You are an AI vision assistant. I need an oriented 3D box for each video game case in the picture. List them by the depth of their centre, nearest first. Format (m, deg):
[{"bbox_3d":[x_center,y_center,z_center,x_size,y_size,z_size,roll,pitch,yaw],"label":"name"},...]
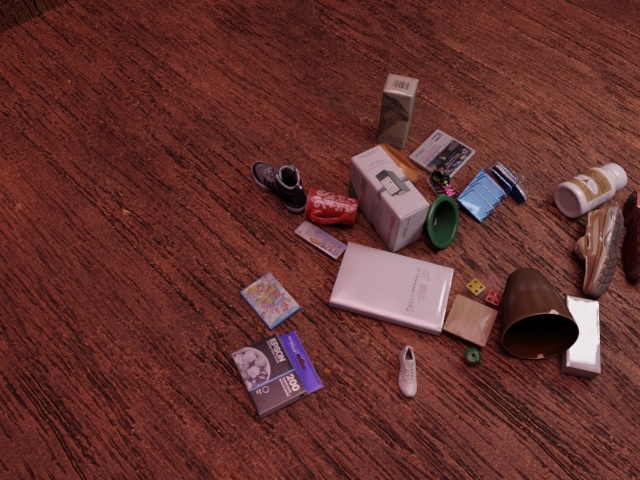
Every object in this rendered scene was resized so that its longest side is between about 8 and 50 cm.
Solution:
[{"bbox_3d":[-0.160,0.190,1.849,0.119,0.015,0.166,-34,64,-20],"label":"video game case"},{"bbox_3d":[0.453,-0.317,2.175,0.173,0.022,0.190,36,63,21],"label":"video game case"}]

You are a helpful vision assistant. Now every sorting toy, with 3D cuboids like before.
[{"bbox_3d":[0.461,0.246,1.798,0.132,0.046,0.274,23,60,14],"label":"sorting toy"}]

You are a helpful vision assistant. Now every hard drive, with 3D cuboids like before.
[{"bbox_3d":[0.228,0.149,1.859,0.353,0.047,0.233,15,59,8],"label":"hard drive"}]

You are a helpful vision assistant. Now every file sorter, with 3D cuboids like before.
[{"bbox_3d":[0.578,-0.170,2.011,0.118,0.104,0.170,44,65,0],"label":"file sorter"}]

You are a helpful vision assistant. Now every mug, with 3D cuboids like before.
[{"bbox_3d":[0.035,-0.096,1.984,0.169,0.113,0.150,12,62,2],"label":"mug"}]

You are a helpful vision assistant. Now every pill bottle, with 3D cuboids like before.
[{"bbox_3d":[0.941,-0.179,2.024,0.229,0.131,0.131,-26,61,-16],"label":"pill bottle"}]

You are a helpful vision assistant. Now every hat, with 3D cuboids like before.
[{"bbox_3d":[0.357,-0.076,2.006,0.183,0.173,0.208,4,54,46],"label":"hat"}]

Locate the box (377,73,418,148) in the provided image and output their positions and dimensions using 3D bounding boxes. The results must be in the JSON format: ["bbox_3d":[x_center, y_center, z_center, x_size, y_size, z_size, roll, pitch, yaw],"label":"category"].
[{"bbox_3d":[0.276,-0.463,2.116,0.113,0.275,0.094,13,59,10],"label":"box"}]

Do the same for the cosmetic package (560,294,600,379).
[{"bbox_3d":[0.783,0.290,1.763,0.098,0.060,0.239,13,58,6],"label":"cosmetic package"}]

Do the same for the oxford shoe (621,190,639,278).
[{"bbox_3d":[1.087,-0.015,1.928,0.130,0.123,0.348,18,60,5],"label":"oxford shoe"}]

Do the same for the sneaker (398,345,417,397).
[{"bbox_3d":[0.254,0.380,1.703,0.053,0.061,0.152,0,59,-3],"label":"sneaker"}]

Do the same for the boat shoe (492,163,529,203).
[{"bbox_3d":[0.693,-0.211,2.082,0.066,0.066,0.183,-21,60,-15],"label":"boat shoe"}]

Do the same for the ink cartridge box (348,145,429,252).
[{"bbox_3d":[0.220,-0.135,1.946,0.121,0.211,0.289,-26,62,-16],"label":"ink cartridge box"}]

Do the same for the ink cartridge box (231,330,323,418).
[{"bbox_3d":[-0.127,0.381,1.710,0.208,0.045,0.206,-23,60,-16],"label":"ink cartridge box"}]

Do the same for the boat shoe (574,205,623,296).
[{"bbox_3d":[0.900,0.036,1.910,0.116,0.123,0.324,4,60,43],"label":"boat shoe"}]

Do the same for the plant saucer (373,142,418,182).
[{"bbox_3d":[0.273,-0.281,2.063,0.037,0.200,0.200,-50,62,19],"label":"plant saucer"}]

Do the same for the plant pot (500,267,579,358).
[{"bbox_3d":[0.635,0.199,1.753,0.215,0.215,0.230,3,44,2],"label":"plant pot"}]

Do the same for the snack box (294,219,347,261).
[{"bbox_3d":[0.000,0.000,1.968,0.178,0.022,0.064,33,62,19],"label":"snack box"}]

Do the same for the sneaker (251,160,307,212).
[{"bbox_3d":[-0.145,-0.223,2.032,0.101,0.153,0.268,-38,65,-22],"label":"sneaker"}]

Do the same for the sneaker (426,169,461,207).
[{"bbox_3d":[0.439,-0.186,2.058,0.063,0.075,0.170,-26,61,-16],"label":"sneaker"}]
